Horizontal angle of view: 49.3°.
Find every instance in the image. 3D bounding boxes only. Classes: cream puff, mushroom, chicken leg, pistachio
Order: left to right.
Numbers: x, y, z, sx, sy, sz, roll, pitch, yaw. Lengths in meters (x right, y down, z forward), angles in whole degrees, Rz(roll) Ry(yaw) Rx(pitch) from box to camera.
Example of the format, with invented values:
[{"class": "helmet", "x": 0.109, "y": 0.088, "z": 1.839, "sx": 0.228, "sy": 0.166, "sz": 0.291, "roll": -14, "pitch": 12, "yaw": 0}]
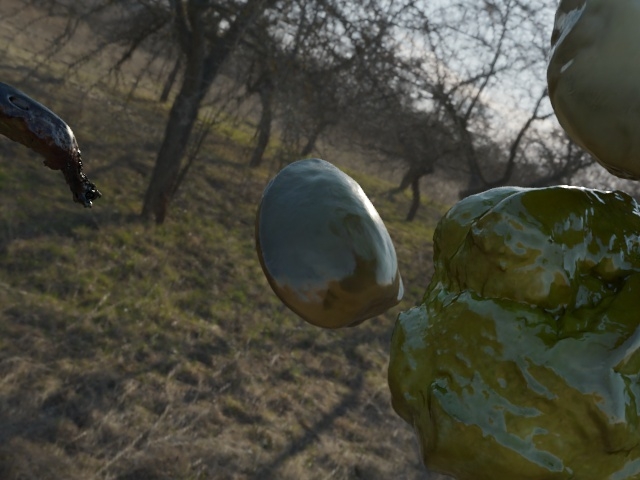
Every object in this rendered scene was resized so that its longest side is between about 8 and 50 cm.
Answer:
[{"class": "chicken leg", "x": -0.383, "y": -0.131, "z": 0.955, "sx": 0.106, "sy": 0.051, "sz": 0.253, "roll": -6, "pitch": -39, "yaw": 31}, {"class": "pistachio", "x": 0.000, "y": 0.000, "z": 0.955, "sx": 0.212, "sy": 0.163, "sz": 0.260, "roll": 2, "pitch": 53, "yaw": -45}, {"class": "cream puff", "x": 0.229, "y": 0.087, "z": 0.644, "sx": 0.323, "sy": 0.270, "sz": 0.274, "roll": -9, "pitch": 26, "yaw": -30}, {"class": "mushroom", "x": 0.385, "y": -0.158, "z": 0.635, "sx": 0.314, "sy": 0.314, "sz": 0.336, "roll": 29, "pitch": 6, "yaw": 32}]
